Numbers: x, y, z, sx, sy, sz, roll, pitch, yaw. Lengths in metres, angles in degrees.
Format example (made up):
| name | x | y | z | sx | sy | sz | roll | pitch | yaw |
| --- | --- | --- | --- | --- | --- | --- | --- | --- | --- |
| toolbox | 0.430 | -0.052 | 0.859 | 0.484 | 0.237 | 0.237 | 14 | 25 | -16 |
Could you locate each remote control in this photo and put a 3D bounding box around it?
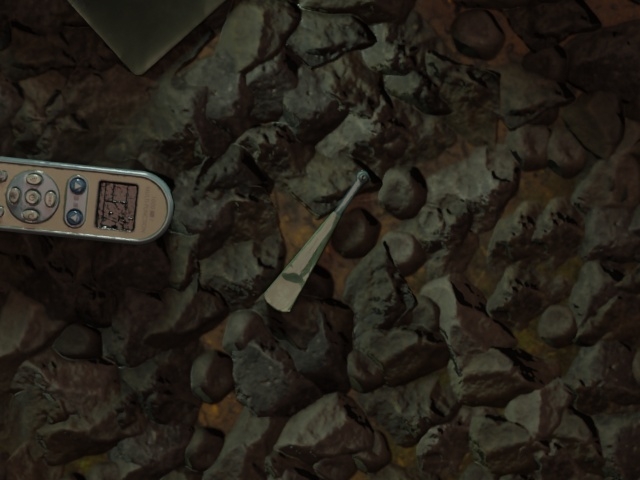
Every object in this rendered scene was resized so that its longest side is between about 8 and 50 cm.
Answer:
| name | x | y | z | sx | sy | sz | roll | pitch | yaw |
| --- | --- | --- | --- | --- | --- | --- | --- | --- | --- |
| remote control | -0.289 | -0.046 | 1.654 | 0.244 | 0.047 | 0.087 | 7 | 90 | -1 |

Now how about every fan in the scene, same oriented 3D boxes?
| name | x | y | z | sx | sy | sz | roll | pitch | yaw |
| --- | --- | --- | --- | --- | --- | --- | --- | --- | --- |
| fan | 0.000 | 0.000 | 1.676 | 0.038 | 0.016 | 0.193 | 35 | 93 | -5 |

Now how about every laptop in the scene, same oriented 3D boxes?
| name | x | y | z | sx | sy | sz | roll | pitch | yaw |
| --- | --- | --- | --- | --- | --- | --- | --- | --- | --- |
| laptop | -0.169 | -0.339 | 1.626 | 0.269 | 0.015 | 0.187 | -41 | 113 | 1 |
